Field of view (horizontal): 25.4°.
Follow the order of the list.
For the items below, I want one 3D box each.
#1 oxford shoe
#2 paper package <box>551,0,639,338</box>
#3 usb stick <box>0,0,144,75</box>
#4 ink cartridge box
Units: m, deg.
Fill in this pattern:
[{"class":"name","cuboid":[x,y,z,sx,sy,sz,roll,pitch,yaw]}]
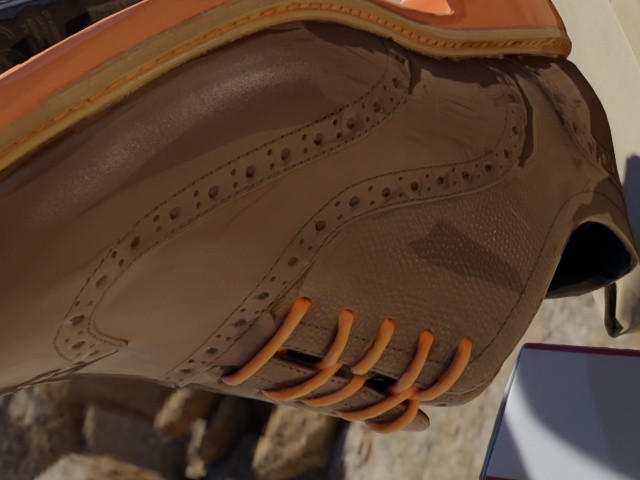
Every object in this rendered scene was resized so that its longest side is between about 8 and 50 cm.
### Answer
[{"class":"oxford shoe","cuboid":[0.000,0.000,0.437,0.364,0.132,0.130,-21,-13,-48]},{"class":"paper package","cuboid":[0.298,-0.109,0.897,0.168,0.325,0.309,111,150,-50]},{"class":"usb stick","cuboid":[-0.090,-0.129,0.827,0.045,0.278,0.077,-15,98,56]},{"class":"ink cartridge box","cuboid":[0.172,0.118,0.637,0.127,0.175,0.072,1,61,38]}]
